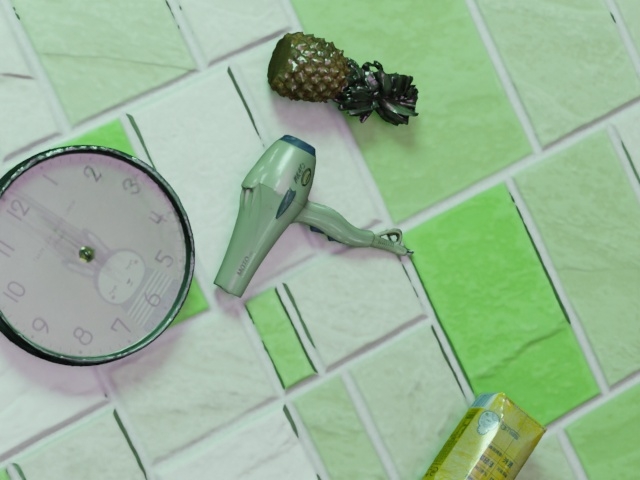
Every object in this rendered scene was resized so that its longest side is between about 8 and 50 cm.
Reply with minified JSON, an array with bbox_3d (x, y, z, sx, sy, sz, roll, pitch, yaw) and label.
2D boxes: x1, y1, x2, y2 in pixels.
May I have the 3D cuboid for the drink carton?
[{"bbox_3d":[0.142,0.251,1.691,0.084,0.074,0.200,40,73,-13],"label":"drink carton"}]

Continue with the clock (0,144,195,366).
[{"bbox_3d":[-0.224,0.013,1.589,0.215,0.042,0.214,1,86,-20],"label":"clock"}]

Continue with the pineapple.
[{"bbox_3d":[0.027,-0.159,1.681,0.159,0.074,0.074,17,81,-21],"label":"pineapple"}]

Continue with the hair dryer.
[{"bbox_3d":[-0.018,0.011,1.672,0.199,0.067,0.167,43,82,-28],"label":"hair dryer"}]
